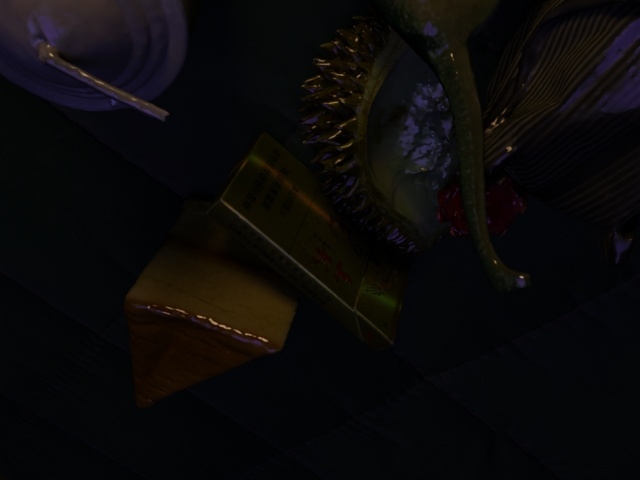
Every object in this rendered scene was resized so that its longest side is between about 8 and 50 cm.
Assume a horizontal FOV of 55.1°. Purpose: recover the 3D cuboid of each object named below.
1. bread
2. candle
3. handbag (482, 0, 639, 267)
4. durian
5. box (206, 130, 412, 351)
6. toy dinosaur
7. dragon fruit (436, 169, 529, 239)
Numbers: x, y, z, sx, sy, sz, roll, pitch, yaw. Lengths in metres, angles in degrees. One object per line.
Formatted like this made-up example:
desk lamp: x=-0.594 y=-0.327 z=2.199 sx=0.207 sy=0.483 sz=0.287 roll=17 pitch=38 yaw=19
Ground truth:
bread: x=-0.180 y=0.144 z=1.016 sx=0.245 sy=0.233 sz=0.362 roll=19 pitch=137 yaw=-1
candle: x=-0.217 y=-0.261 z=0.589 sx=0.221 sy=0.342 sz=0.221 roll=1 pitch=136 yaw=1
handbag: x=0.309 y=-0.148 z=0.594 sx=0.247 sy=0.240 sz=0.341 roll=34 pitch=133 yaw=-5
durian: x=0.088 y=-0.123 z=0.804 sx=0.198 sy=0.163 sz=0.394 roll=-30 pitch=128 yaw=-8
box: x=0.000 y=0.000 z=0.865 sx=0.311 sy=0.173 sz=0.043 roll=41 pitch=131 yaw=-16
toy dinosaur: x=0.081 y=-0.189 z=0.595 sx=0.447 sy=0.087 sz=0.301 roll=41 pitch=128 yaw=34
dragon fruit: x=0.213 y=-0.041 z=0.789 sx=0.126 sy=0.068 sz=0.112 roll=25 pitch=121 yaw=-37
